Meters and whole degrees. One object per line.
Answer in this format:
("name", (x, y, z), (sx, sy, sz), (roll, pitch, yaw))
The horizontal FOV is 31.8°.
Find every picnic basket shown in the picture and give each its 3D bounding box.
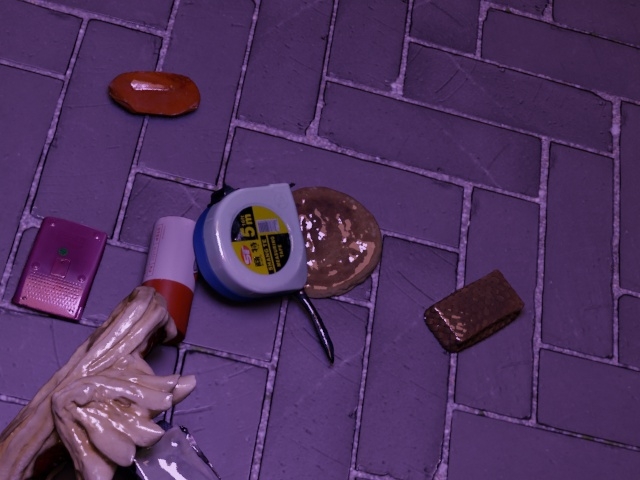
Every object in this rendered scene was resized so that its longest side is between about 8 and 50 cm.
("picnic basket", (0.297, 0.133, 2.161), (0.193, 0.055, 0.110), (-27, 73, -25))

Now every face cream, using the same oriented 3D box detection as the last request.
("face cream", (-0.269, 0.071, 2.006), (0.096, 0.096, 0.214), (12, 60, -9))

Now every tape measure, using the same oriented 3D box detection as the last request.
("tape measure", (-0.103, 0.071, 2.025), (0.215, 0.098, 0.351), (-8, 78, -38))

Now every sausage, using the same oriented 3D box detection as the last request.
("sausage", (-0.321, -0.287, 2.192), (0.179, 0.089, 0.089), (0, 62, -19))

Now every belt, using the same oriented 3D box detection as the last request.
("belt", (-0.223, 0.400, 1.814), (0.126, 0.139, 0.230), (-29, 71, -26))

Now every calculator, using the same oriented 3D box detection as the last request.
("calculator", (-0.461, 0.045, 2.003), (0.127, 0.034, 0.190), (15, 58, -6))

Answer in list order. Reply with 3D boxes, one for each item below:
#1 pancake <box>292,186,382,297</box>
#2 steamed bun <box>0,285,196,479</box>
("pancake", (0.000, 0.000, 2.146), (0.242, 0.050, 0.242), (3, 66, -7))
("steamed bun", (-0.346, 0.268, 1.770), (0.189, 0.247, 0.428), (43, 73, -5))
